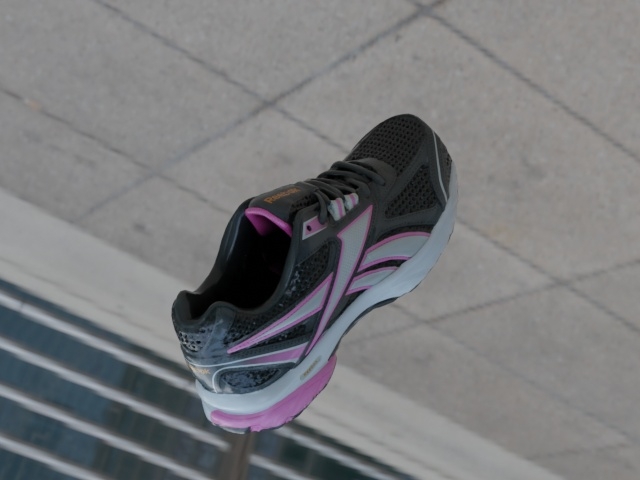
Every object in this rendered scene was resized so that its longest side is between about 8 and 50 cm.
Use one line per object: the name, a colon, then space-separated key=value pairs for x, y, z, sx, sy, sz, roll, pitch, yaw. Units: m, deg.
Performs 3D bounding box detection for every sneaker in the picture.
sneaker: x=0.000 y=0.000 z=0.568 sx=0.072 sy=0.178 sz=0.077 roll=12 pitch=143 yaw=35
